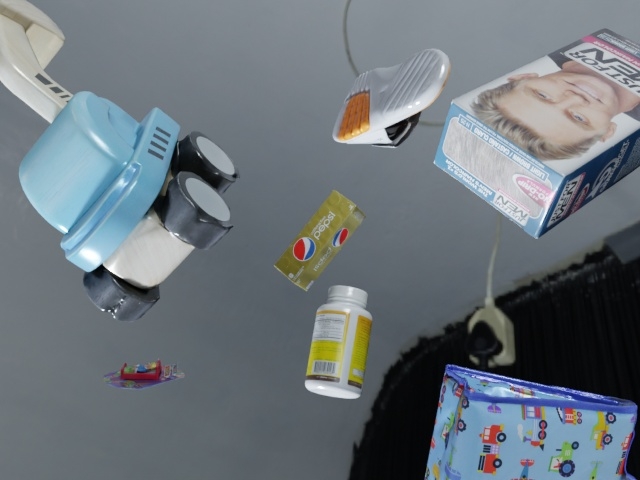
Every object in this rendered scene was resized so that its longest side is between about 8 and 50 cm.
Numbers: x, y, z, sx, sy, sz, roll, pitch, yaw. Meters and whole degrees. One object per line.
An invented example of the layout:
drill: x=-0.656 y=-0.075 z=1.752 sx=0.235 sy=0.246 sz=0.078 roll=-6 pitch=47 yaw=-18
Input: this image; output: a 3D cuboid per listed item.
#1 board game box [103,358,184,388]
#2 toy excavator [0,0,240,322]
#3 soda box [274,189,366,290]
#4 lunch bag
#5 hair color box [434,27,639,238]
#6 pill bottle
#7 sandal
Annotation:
board game box: x=-0.378 y=0.275 z=1.485 sx=0.133 sy=0.168 sz=0.033 roll=7 pitch=98 yaw=39
toy excavator: x=-0.358 y=-0.164 z=1.048 sx=0.222 sy=0.433 sz=0.445 roll=-41 pitch=116 yaw=19
soda box: x=0.000 y=0.000 z=1.282 sx=0.061 sy=0.181 sz=0.058 roll=38 pitch=179 yaw=31
lunch bag: x=0.312 y=0.320 z=0.985 sx=0.293 sy=0.138 sz=0.221 roll=10 pitch=96 yaw=-3
hair color box: x=0.334 y=-0.156 z=0.917 sx=0.174 sy=0.347 sz=0.105 roll=42 pitch=144 yaw=28
pill bottle: x=0.041 y=0.206 z=1.420 sx=0.117 sy=0.215 sz=0.117 roll=9 pitch=162 yaw=3
sandal: x=0.096 y=-0.160 z=0.856 sx=0.076 sy=0.102 sz=0.265 roll=25 pitch=173 yaw=-21
